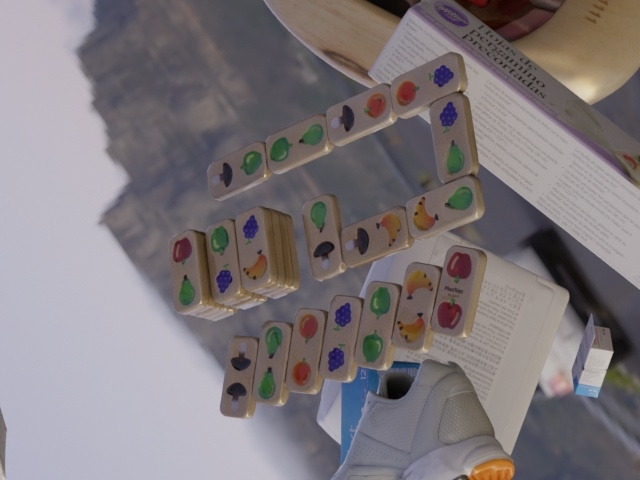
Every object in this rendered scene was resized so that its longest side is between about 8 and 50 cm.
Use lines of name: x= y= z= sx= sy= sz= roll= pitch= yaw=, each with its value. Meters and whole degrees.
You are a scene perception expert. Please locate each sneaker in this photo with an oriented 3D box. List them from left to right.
sneaker: x=0.062 y=0.180 z=1.412 sx=0.099 sy=0.262 sz=0.121 roll=-2 pitch=-113 yaw=-36

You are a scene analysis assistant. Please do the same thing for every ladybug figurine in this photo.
ladybug figurine: x=0.117 y=-0.274 z=1.611 sx=0.449 sy=0.305 sz=0.162 roll=32 pitch=177 yaw=14

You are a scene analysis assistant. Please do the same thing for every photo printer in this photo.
photo printer: x=0.150 y=0.154 z=2.102 sx=0.256 sy=0.307 sz=0.107 roll=25 pitch=164 yaw=-9

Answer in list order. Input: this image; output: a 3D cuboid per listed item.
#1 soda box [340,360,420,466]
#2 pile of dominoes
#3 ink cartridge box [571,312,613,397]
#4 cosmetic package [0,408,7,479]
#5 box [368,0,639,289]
soda box: x=0.066 y=0.239 z=1.860 sx=0.071 sy=0.067 sz=0.210 roll=-4 pitch=84 yaw=64
pile of dominoes: x=0.000 y=0.000 z=1.135 sx=0.040 sy=0.251 sz=0.196 roll=15 pitch=-120 yaw=-47
ink cartridge box: x=0.310 y=0.130 z=1.896 sx=0.048 sy=0.028 sz=0.083 roll=-85 pitch=7 yaw=-58
cosmetic package: x=-0.351 y=0.106 z=1.557 sx=0.099 sy=0.060 sz=0.239 roll=-108 pitch=5 yaw=-66
box: x=0.182 y=-0.049 z=1.168 sx=0.324 sy=0.067 sz=0.063 roll=38 pitch=-147 yaw=9
